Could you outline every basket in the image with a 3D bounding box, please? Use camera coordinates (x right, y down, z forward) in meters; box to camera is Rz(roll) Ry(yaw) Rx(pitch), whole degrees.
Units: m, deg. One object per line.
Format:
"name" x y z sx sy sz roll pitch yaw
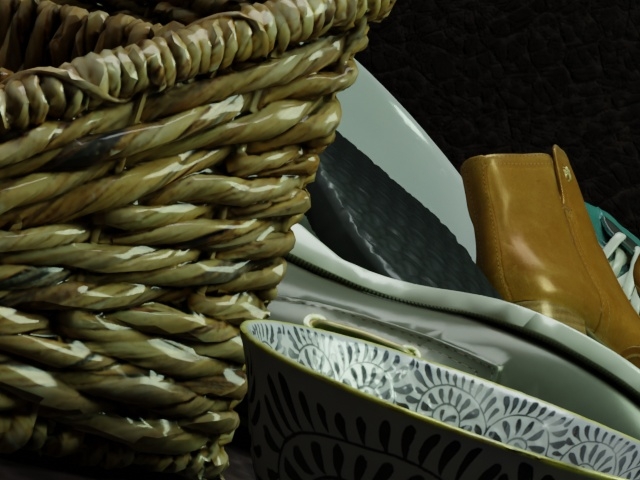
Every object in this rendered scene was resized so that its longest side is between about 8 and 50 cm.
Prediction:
"basket" -0.156 -0.056 0.715 0.213 0.223 0.299 17 4 -37

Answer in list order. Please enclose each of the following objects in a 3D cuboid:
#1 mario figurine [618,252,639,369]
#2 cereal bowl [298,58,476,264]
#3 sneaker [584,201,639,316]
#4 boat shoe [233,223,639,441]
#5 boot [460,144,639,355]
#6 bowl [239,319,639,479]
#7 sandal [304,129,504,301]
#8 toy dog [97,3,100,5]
"mario figurine" 0.309 0.101 0.917 0.320 0.198 0.170 31 10 -35
"cereal bowl" 0.022 -0.022 1.418 0.339 0.141 0.339 46 16 -17
"sneaker" 0.305 0.067 1.484 0.302 0.108 0.121 43 -18 -7
"boat shoe" 0.030 0.071 0.812 0.305 0.091 0.109 22 -35 11
"boot" 0.215 0.036 1.346 0.104 0.211 0.295 -19 -19 31
"bowl" 0.041 0.091 0.572 0.170 0.080 0.170 19 2 -1
"sandal" 0.001 0.001 1.069 0.167 0.107 0.446 32 9 -28
"toy dog" -0.251 -0.206 0.987 0.395 0.284 0.408 1 -36 0
